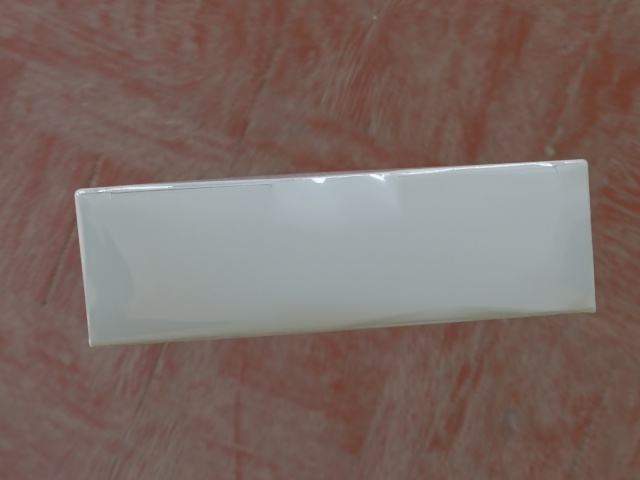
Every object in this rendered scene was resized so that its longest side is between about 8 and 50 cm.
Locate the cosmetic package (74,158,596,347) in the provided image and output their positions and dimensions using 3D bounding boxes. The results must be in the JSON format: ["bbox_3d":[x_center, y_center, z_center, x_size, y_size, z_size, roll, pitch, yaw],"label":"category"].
[{"bbox_3d":[0.000,0.000,1.060,0.284,0.377,0.098,-6,92,-3],"label":"cosmetic package"}]
